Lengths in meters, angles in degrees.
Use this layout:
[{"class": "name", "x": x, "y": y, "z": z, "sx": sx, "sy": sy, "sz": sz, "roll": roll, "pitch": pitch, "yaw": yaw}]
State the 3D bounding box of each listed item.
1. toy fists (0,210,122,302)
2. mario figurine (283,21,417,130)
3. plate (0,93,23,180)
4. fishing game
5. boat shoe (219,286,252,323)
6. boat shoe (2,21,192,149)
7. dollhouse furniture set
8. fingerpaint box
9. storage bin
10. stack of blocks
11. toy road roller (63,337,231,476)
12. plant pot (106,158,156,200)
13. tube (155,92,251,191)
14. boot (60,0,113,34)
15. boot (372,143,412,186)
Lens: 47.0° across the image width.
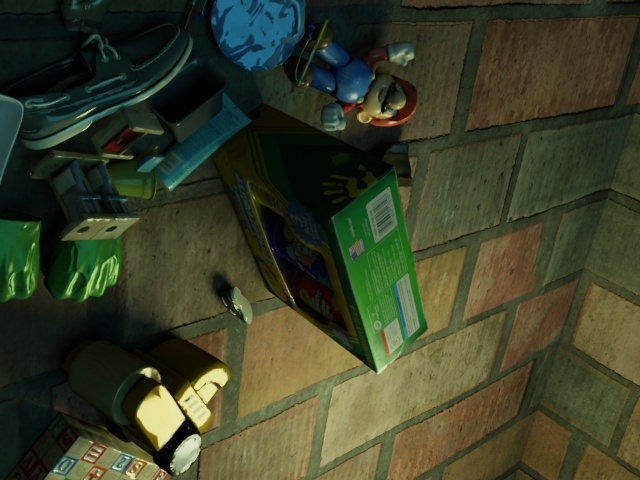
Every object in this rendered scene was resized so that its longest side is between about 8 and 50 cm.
[{"class": "toy fists", "x": -0.466, "y": 0.029, "z": 1.234, "sx": 0.279, "sy": 0.096, "sz": 0.142, "roll": 4, "pitch": 101, "yaw": -45}, {"class": "mario figurine", "x": 0.094, "y": -0.321, "z": 1.504, "sx": 0.321, "sy": 0.170, "sz": 0.198, "roll": 17, "pitch": 137, "yaw": -41}, {"class": "plate", "x": -0.592, "y": -0.109, "z": 1.023, "sx": 0.278, "sy": 0.045, "sz": 0.277, "roll": 14, "pitch": 104, "yaw": -37}, {"class": "fishing game", "x": -0.113, "y": -0.402, "z": 1.326, "sx": 0.264, "sy": 0.041, "sz": 0.189, "roll": 15, "pitch": 100, "yaw": -33}, {"class": "boat shoe", "x": -0.186, "y": 0.146, "z": 1.632, "sx": 0.125, "sy": 0.038, "sz": 0.046, "roll": 63, "pitch": 25, "yaw": -52}, {"class": "boat shoe", "x": -0.343, "y": -0.264, "z": 1.150, "sx": 0.319, "sy": 0.116, "sz": 0.099, "roll": -36, "pitch": 140, "yaw": -16}, {"class": "dollhouse furniture set", "x": -0.337, "y": -0.103, "z": 1.165, "sx": 0.184, "sy": 0.129, "sz": 0.129, "roll": -35, "pitch": 168, "yaw": 23}, {"class": "fingerpaint box", "x": 0.000, "y": 0.000, "z": 1.466, "sx": 0.163, "sy": 0.371, "sz": 0.444, "roll": -38, "pitch": 137, "yaw": -21}, {"class": "storage bin", "x": -0.236, "y": -0.244, "z": 1.299, "sx": 0.135, "sy": 0.098, "sz": 0.091, "roll": -42, "pitch": 165, "yaw": -19}, {"class": "stack of blocks", "x": -0.471, "y": 0.488, "z": 1.526, "sx": 0.171, "sy": 0.087, "sz": 0.297, "roll": -52, "pitch": 140, "yaw": -6}, {"class": "toy road roller", "x": -0.323, "y": 0.283, "z": 1.468, "sx": 0.240, "sy": 0.203, "sz": 0.329, "roll": -52, "pitch": 146, "yaw": -26}, {"class": "plant pot", "x": -0.338, "y": -0.109, "z": 1.290, "sx": 0.079, "sy": 0.083, "sz": 0.083, "roll": -6, "pitch": 119, "yaw": -30}, {"class": "tube", "x": -0.226, "y": -0.181, "z": 1.367, "sx": 0.207, "sy": 0.052, "sz": 0.080, "roll": -47, "pitch": 105, "yaw": -11}, {"class": "boot", "x": -0.346, "y": -0.364, "z": 1.145, "sx": 0.118, "sy": 0.042, "sz": 0.087, "roll": -9, "pitch": 127, "yaw": -41}, {"class": "boot", "x": 0.129, "y": -0.182, "z": 1.731, "sx": 0.219, "sy": 0.082, "sz": 0.106, "roll": 1, "pitch": 92, "yaw": -41}]
